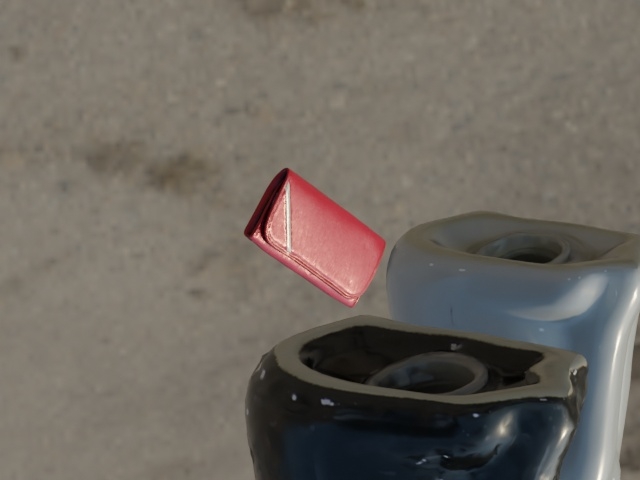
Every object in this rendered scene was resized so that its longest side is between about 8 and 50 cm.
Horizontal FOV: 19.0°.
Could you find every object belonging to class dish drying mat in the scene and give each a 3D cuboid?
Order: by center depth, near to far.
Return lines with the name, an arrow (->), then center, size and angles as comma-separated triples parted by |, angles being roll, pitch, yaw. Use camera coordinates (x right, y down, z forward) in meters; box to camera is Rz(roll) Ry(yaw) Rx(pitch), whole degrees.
dish drying mat -> 0.000, 0.000, 0.749 | 0.008, 0.032, 0.083 | 22, 172, 36

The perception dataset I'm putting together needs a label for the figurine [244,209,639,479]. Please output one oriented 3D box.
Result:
figurine -> 0.048, 0.114, 0.605 | 0.092, 0.209, 0.215 | 5, -164, 18
